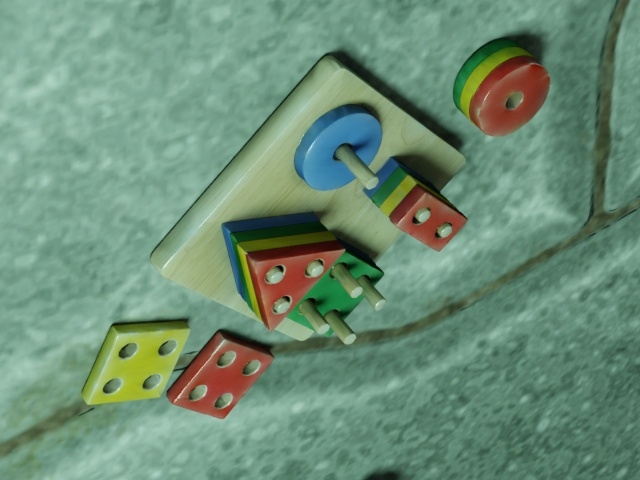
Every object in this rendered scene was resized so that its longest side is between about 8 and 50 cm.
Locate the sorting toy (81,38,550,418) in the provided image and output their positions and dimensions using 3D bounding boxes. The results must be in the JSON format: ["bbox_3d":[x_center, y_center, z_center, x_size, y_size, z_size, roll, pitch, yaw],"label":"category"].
[{"bbox_3d":[0.000,0.000,0.835,0.274,0.046,0.132,-48,144,9],"label":"sorting toy"}]
